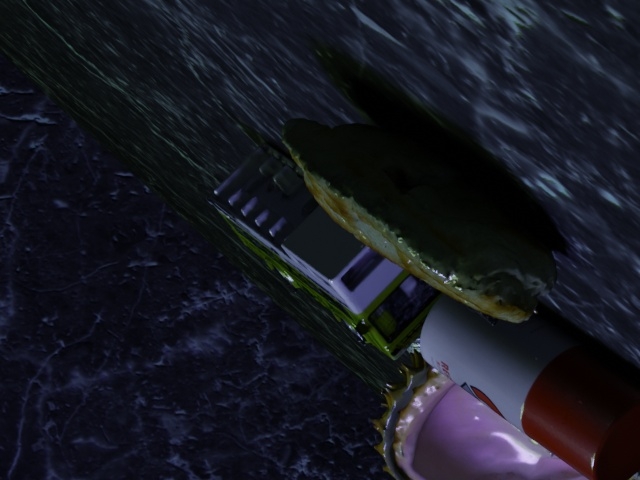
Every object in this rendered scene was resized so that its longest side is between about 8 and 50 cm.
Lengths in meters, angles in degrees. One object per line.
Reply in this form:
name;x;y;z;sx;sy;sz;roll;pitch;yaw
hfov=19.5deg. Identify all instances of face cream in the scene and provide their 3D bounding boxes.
face cream;0.193;0.121;1.629;0.214;0.096;0.096;36;171;38

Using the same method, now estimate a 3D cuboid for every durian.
durian;0.152;0.182;1.877;0.305;0.195;0.185;44;180;-42

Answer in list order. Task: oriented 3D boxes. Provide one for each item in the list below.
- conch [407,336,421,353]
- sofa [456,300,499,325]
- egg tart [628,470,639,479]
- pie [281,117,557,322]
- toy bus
conch;0.134;0.108;2.061;0.076;0.056;0.085;13;178;33
sofa;0.113;0.014;1.540;0.118;0.060;0.039;35;177;34
egg tart;0.361;0.270;1.654;0.234;0.094;0.234;43;175;4
pie;0.078;-0.020;1.413;0.248;0.090;0.201;37;-177;37
toy bus;0.000;0.000;1.905;0.302;0.113;0.139;35;167;50
